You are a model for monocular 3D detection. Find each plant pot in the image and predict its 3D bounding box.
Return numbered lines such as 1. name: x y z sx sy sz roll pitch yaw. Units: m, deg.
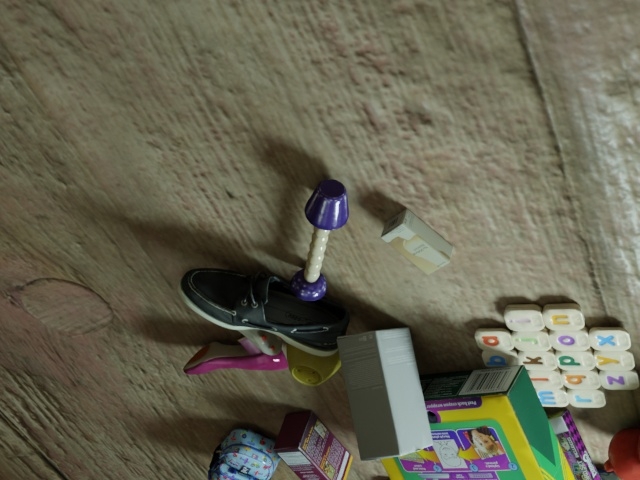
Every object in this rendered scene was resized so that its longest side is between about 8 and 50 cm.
1. plant pot: -0.016 0.238 1.863 0.134 0.095 0.134 12 138 12

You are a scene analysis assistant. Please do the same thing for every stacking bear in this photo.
1. stacking bear: 0.664 0.392 1.699 0.164 0.175 0.289 56 142 -4

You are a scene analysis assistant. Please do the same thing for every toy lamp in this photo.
1. toy lamp: 0.000 0.000 1.622 0.080 0.080 0.274 18 141 5

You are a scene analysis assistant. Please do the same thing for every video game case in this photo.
1. video game case: 0.462 0.480 1.866 0.210 0.042 0.232 -27 85 41

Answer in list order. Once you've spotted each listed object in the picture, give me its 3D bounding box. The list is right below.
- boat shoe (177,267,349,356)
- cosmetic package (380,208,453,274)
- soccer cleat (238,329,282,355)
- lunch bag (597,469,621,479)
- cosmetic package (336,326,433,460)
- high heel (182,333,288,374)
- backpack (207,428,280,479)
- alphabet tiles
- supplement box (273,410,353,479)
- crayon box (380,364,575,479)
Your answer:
1. boat shoe: -0.100 0.116 1.748 0.340 0.127 0.113 25 137 -6
2. cosmetic package: 0.167 0.003 1.578 0.115 0.041 0.060 37 136 -16
3. soccer cleat: -0.153 0.160 1.867 0.076 0.068 0.196 -23 115 42
4. lunch bag: 0.609 0.573 1.927 0.096 0.129 0.151 -6 134 35
5. cosmetic package: 0.123 0.290 1.741 0.107 0.238 0.127 -14 169 35
6. high heel: -0.186 0.268 1.980 0.244 0.082 0.117 -29 109 27
7. backpack: -0.181 0.544 2.243 0.158 0.117 0.173 28 136 -8
8. alphabet tiles: 0.440 0.217 1.704 0.278 0.021 0.284 -4 132 26
9. supplement box: -0.016 0.495 2.129 0.081 0.104 0.188 -14 127 34
10. crayon box: 0.291 0.420 1.838 0.363 0.106 0.313 -13 111 39
